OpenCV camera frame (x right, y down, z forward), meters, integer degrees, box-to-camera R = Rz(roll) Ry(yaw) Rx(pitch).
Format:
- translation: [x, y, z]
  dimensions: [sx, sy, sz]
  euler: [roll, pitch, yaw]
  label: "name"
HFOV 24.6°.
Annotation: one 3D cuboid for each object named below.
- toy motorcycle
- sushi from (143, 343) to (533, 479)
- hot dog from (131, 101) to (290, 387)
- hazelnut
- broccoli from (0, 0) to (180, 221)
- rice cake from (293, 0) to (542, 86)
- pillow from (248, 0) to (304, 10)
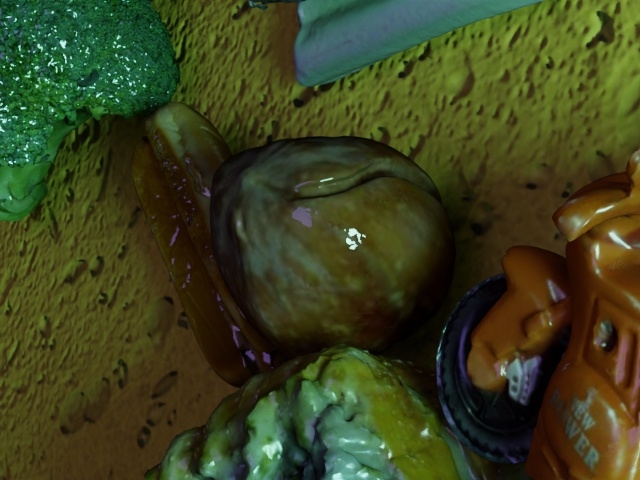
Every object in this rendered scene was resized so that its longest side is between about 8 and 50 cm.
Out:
- translation: [0.180, 0.084, 0.617]
  dimensions: [0.221, 0.148, 0.325]
  euler: [-57, 47, 23]
  label: "toy motorcycle"
- translation: [0.003, 0.164, 0.792]
  dimensions: [0.274, 0.139, 0.184]
  euler: [-45, 50, 33]
  label: "sushi"
- translation: [-0.068, 0.004, 0.988]
  dimensions: [0.092, 0.062, 0.235]
  euler: [-58, 45, 42]
  label: "hot dog"
- translation: [0.000, 0.000, 0.855]
  dimensions: [0.154, 0.143, 0.143]
  euler: [31, 102, 51]
  label: "hazelnut"
- translation: [-0.254, -0.125, 1.138]
  dimensions: [0.269, 0.269, 0.254]
  euler: [-50, 41, 27]
  label: "broccoli"
- translation: [0.061, -0.157, 0.904]
  dimensions: [0.222, 0.042, 0.080]
  euler: [-13, 64, 47]
  label: "rice cake"
- translation: [0.071, -0.251, 0.855]
  dimensions: [0.335, 0.092, 0.161]
  euler: [-25, 41, 35]
  label: "pillow"
